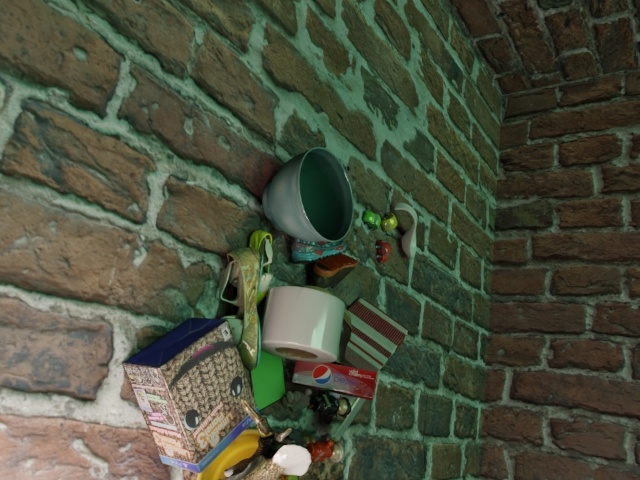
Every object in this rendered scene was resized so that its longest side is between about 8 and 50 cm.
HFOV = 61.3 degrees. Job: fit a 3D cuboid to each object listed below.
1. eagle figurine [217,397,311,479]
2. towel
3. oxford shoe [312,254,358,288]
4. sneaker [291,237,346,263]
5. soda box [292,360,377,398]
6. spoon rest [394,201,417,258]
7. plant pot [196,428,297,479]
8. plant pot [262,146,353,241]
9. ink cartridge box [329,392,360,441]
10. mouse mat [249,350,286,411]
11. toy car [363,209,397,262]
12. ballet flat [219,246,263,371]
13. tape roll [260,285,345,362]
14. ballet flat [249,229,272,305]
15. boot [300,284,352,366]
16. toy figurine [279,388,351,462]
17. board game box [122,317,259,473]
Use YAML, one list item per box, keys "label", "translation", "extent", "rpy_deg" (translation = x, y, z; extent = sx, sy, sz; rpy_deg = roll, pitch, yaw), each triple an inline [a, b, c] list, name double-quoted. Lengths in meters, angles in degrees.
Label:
- label: "eagle figurine"
  translation: [-0.182, 0.568, 1.252]
  extent: [0.298, 0.226, 0.225]
  rpy_deg: [-53, 169, -40]
- label: "towel"
  translation: [0.159, 0.350, 1.959]
  extent: [0.329, 0.237, 0.037]
  rpy_deg: [-36, 156, -50]
- label: "oxford shoe"
  translation: [0.046, 0.111, 1.928]
  extent: [0.271, 0.097, 0.098]
  rpy_deg: [-14, 127, -56]
- label: "sneaker"
  translation: [0.000, 0.000, 1.840]
  extent: [0.262, 0.104, 0.125]
  rpy_deg: [-15, 97, -54]
- label: "soda box"
  translation: [0.047, 0.442, 1.726]
  extent: [0.092, 0.264, 0.083]
  rpy_deg: [84, 16, -69]
- label: "spoon rest"
  translation: [0.394, -0.041, 2.378]
  extent: [0.137, 0.084, 0.276]
  rpy_deg: [-63, 142, -49]
- label: "plant pot"
  translation: [-0.171, 0.672, 1.446]
  extent: [0.239, 0.254, 0.254]
  rpy_deg: [70, 36, -47]
- label: "plant pot"
  translation: [-0.055, -0.125, 1.686]
  extent: [0.293, 0.196, 0.292]
  rpy_deg: [21, 64, -52]
- label: "ink cartridge box"
  translation: [0.061, 0.579, 1.827]
  extent: [0.255, 0.097, 0.188]
  rpy_deg: [-53, 160, -16]
- label: "mouse mat"
  translation: [-0.162, 0.413, 1.661]
  extent: [0.153, 0.007, 0.189]
  rpy_deg: [-11, 97, -54]
- label: "toy car"
  translation: [0.248, -0.050, 2.227]
  extent: [0.225, 0.053, 0.238]
  rpy_deg: [41, 55, -45]
- label: "ballet flat"
  translation: [-0.229, 0.190, 1.514]
  extent: [0.123, 0.123, 0.348]
  rpy_deg: [10, 79, -53]
- label: "tape roll"
  translation: [-0.057, 0.256, 1.612]
  extent: [0.246, 0.246, 0.169]
  rpy_deg: [36, 56, -47]
- label: "ballet flat"
  translation: [-0.178, 0.082, 1.607]
  extent: [0.077, 0.077, 0.230]
  rpy_deg: [12, 78, -52]
- label: "boot"
  translation: [0.013, 0.282, 1.790]
  extent: [0.248, 0.090, 0.206]
  rpy_deg: [38, 45, -29]
- label: "toy figurine"
  translation: [-0.018, 0.570, 1.672]
  extent: [0.148, 0.210, 0.212]
  rpy_deg: [20, 70, -39]
- label: "board game box"
  translation: [-0.312, 0.374, 1.343]
  extent: [0.232, 0.141, 0.290]
  rpy_deg: [-35, 115, -49]
